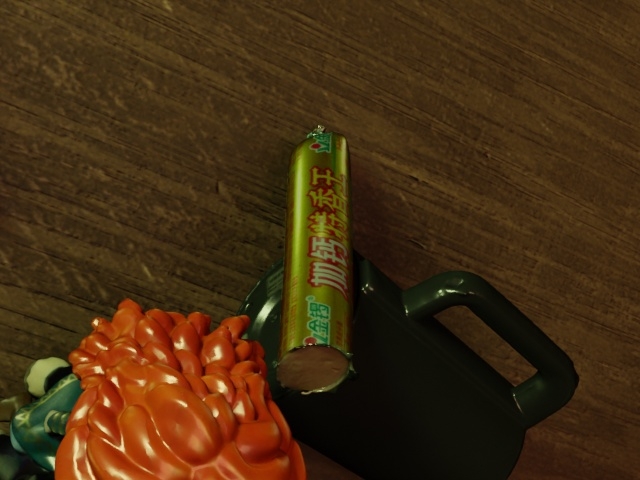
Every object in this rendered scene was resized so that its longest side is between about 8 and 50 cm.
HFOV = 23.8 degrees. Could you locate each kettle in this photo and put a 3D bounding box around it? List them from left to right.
[{"bbox_3d":[0.087,0.138,1.657,0.308,0.203,0.262,37,92,-31],"label":"kettle"}]

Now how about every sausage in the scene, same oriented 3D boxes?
[{"bbox_3d":[0.000,0.000,1.549,0.082,0.371,0.082,0,132,1],"label":"sausage"}]

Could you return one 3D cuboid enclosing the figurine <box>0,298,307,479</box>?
[{"bbox_3d":[-0.194,0.206,1.398,0.241,0.412,0.306,60,38,-17],"label":"figurine"}]
